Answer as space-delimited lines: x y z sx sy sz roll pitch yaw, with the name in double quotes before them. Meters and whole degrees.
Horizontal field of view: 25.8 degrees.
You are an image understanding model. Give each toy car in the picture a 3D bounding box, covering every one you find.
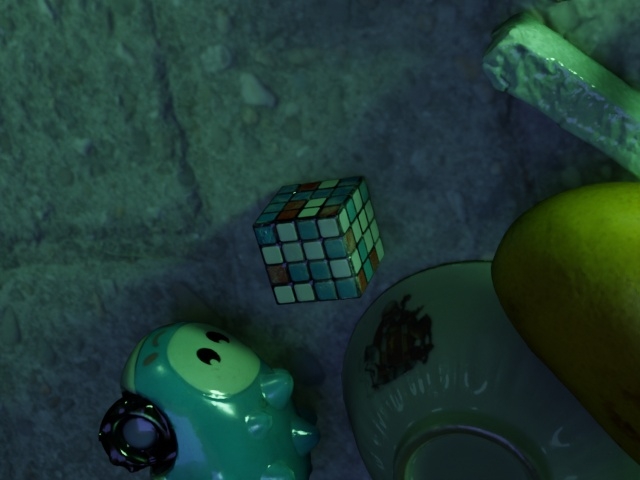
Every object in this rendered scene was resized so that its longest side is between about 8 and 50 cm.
"toy car" -0.098 0.201 1.458 0.190 0.188 0.255 -20 106 19

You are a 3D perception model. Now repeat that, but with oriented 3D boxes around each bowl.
"bowl" 0.161 0.201 1.383 0.337 0.157 0.337 8 118 15

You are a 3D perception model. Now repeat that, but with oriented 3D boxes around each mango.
"mango" 0.329 0.085 1.221 0.378 0.221 0.264 33 140 4

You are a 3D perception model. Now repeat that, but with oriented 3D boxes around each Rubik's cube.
"Rubik's cube" 0.000 0.000 1.369 0.092 0.092 0.092 -7 114 22

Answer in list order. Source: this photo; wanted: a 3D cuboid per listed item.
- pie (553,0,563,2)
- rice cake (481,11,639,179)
"pie" 0.192 -0.293 1.156 0.163 0.079 0.193 -7 115 14
"rice cake" 0.235 -0.124 1.235 0.206 0.069 0.063 35 122 1
